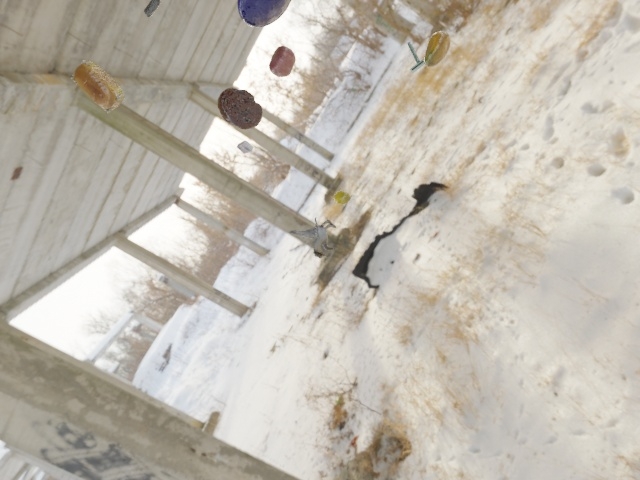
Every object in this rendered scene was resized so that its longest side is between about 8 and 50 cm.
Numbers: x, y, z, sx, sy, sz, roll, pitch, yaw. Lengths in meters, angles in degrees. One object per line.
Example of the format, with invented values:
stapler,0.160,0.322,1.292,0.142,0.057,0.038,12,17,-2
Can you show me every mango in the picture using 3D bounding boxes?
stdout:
mango,0.501,-0.817,1.787,0.115,0.089,0.165,19,-88,-67

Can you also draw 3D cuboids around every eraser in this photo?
eraser,-0.417,-0.516,2.294,0.105,0.065,0.026,1,59,55

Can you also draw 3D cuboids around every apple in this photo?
apple,-0.194,-0.921,2.145,0.153,0.119,0.154,-50,25,33

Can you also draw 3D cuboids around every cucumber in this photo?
cucumber,-0.951,-1.333,2.358,0.181,0.053,0.053,-16,39,43

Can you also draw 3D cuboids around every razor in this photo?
razor,0.443,-0.869,1.949,0.084,0.035,0.212,-31,46,28

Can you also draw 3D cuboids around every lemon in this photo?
lemon,0.096,-0.192,1.888,0.092,0.065,0.065,-1,49,36

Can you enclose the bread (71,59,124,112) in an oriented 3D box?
bread,-1.133,-0.786,2.119,0.136,0.241,0.107,-38,12,24

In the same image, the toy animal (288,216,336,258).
toy animal,0.011,-0.011,1.838,0.160,0.197,0.273,-62,35,22

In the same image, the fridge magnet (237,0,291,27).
fridge magnet,-0.202,-0.921,1.539,0.265,0.113,0.265,-38,-12,-10

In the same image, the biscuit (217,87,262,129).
biscuit,-0.326,-0.535,1.691,0.049,0.192,0.192,-32,27,54
